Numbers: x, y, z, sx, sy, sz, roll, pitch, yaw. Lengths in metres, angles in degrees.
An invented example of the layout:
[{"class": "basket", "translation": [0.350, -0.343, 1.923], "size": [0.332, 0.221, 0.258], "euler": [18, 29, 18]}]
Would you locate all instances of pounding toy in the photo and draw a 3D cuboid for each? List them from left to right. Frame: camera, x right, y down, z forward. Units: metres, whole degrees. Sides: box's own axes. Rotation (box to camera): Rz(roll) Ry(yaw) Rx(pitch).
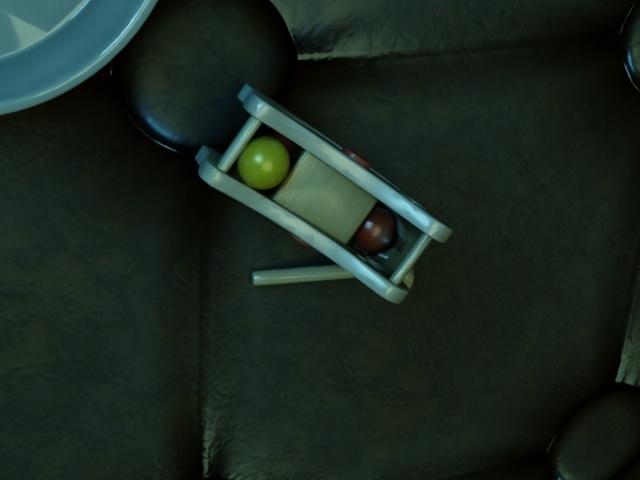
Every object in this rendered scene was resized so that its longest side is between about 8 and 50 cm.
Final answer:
[{"class": "pounding toy", "translation": [0.000, 0.000, 0.937], "size": [0.269, 0.154, 0.155], "euler": [31, 99, -35]}]

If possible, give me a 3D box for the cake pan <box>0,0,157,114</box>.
[{"class": "cake pan", "translation": [-0.229, -0.223, 0.718], "size": [0.293, 0.054, 0.293], "euler": [-18, 127, -26]}]
